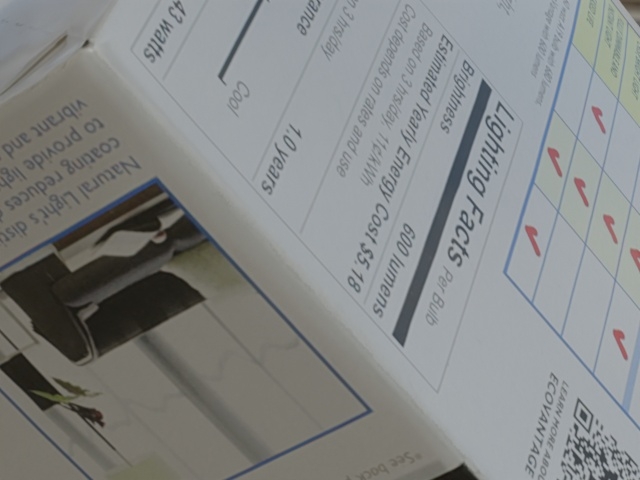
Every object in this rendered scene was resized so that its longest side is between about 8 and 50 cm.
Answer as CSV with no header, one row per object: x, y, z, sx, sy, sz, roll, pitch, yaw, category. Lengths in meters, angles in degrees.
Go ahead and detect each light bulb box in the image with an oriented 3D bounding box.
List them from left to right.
0.000,0.000,0.844,0.225,0.358,0.361,-27,-65,33,light bulb box
